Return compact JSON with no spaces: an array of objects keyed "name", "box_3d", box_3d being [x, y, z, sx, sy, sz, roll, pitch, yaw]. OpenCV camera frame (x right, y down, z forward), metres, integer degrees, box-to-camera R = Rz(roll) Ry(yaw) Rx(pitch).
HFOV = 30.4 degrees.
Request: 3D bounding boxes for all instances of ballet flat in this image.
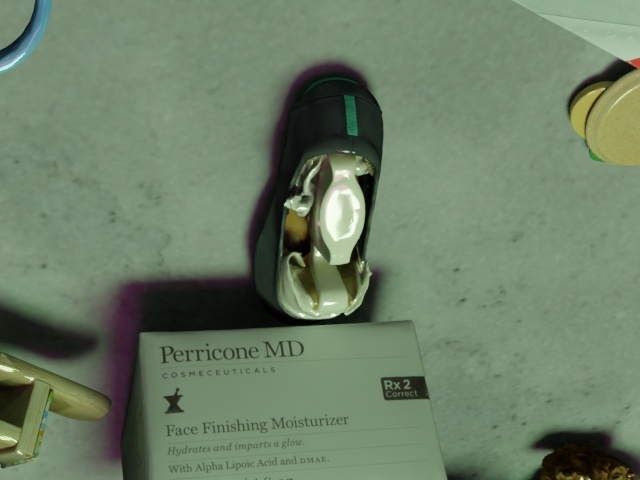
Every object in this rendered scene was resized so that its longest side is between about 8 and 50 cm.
[{"name":"ballet flat","box_3d":[0.000,0.000,0.695,0.074,0.074,0.203,-3,136,-14]}]

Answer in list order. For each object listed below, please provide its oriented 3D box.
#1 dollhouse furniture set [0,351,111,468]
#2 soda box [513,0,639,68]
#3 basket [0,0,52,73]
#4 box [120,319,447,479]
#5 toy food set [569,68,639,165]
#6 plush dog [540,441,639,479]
[{"name":"dollhouse furniture set","box_3d":[-0.222,0.215,0.754,0.242,0.212,0.161,-18,143,42]},{"name":"soda box","box_3d":[0.194,-0.136,0.597,0.286,0.091,0.098,19,127,-32]},{"name":"basket","box_3d":[-0.207,-0.184,0.322,0.255,0.201,0.288,-2,104,-14]},{"name":"box","box_3d":[-0.034,0.146,0.772,0.181,0.119,0.182,-2,149,-14]},{"name":"toy food set","box_3d":[0.197,-0.076,0.712,0.083,0.020,0.082,-32,135,16]},{"name":"plush dog","box_3d":[0.204,0.290,0.998,0.225,0.210,0.262,-38,118,-3]}]
